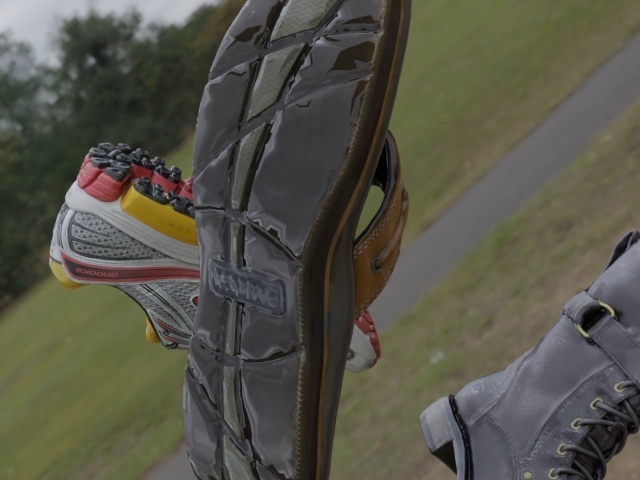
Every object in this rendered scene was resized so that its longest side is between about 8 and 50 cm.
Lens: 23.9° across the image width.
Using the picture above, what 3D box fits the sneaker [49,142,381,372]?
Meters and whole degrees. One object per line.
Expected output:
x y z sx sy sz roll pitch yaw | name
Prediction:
-0.062 0.026 0.923 0.092 0.225 0.088 -56 22 15 | sneaker

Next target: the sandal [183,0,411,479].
0.000 0.000 0.547 0.060 0.219 0.090 -6 16 -41 | sandal

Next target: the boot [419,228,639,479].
0.194 0.120 1.022 0.229 0.091 0.263 -39 38 9 | boot
